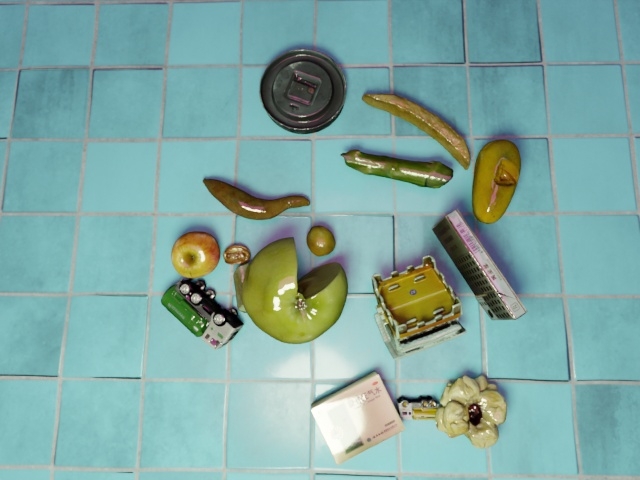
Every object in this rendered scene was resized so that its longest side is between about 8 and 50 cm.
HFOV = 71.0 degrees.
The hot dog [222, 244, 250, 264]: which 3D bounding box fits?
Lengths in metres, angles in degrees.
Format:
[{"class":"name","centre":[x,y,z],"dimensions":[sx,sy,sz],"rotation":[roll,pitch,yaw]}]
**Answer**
[{"class":"hot dog","centre":[-0.256,0.044,1.366],"dimensions":[0.083,0.035,0.058],"rotation":[-6,84,1]}]

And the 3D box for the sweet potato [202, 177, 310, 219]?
[{"class":"sweet potato","centre":[-0.207,-0.119,1.373],"dimensions":[0.345,0.079,0.109],"rotation":[11,68,0]}]

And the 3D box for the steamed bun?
[{"class":"steamed bun","centre":[0.423,0.459,1.222],"dimensions":[0.177,0.106,0.193],"rotation":[27,73,-11]}]

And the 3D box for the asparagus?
[{"class":"asparagus","centre":[0.229,-0.220,1.376],"dimensions":[0.342,0.085,0.082],"rotation":[11,92,9]}]

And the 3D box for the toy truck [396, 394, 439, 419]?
[{"class":"toy truck","centre":[0.278,0.476,1.269],"dimensions":[0.123,0.052,0.063],"rotation":[-1,86,0]}]

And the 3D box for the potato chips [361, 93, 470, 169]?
[{"class":"potato chips","centre":[0.315,-0.370,1.410],"dimensions":[0.406,0.057,0.080],"rotation":[35,80,7]}]

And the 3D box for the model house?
[{"class":"model house","centre":[0.268,0.191,1.237],"dimensions":[0.224,0.215,0.199],"rotation":[-21,49,-3]}]

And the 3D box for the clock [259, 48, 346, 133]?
[{"class":"clock","centre":[-0.054,-0.474,1.440],"dimensions":[0.280,0.055,0.281],"rotation":[0,81,1]}]

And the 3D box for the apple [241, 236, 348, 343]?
[{"class":"apple","centre":[-0.069,0.137,1.223],"dimensions":[0.291,0.254,0.292],"rotation":[-1,101,-8]}]

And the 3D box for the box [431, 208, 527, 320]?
[{"class":"box","centre":[0.438,0.075,1.268],"dimensions":[0.047,0.180,0.325],"rotation":[-30,80,-4]}]

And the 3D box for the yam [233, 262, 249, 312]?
[{"class":"yam","centre":[-0.221,0.143,1.334],"dimensions":[0.069,0.070,0.147],"rotation":[-10,81,0]}]

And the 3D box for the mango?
[{"class":"mango","centre":[0.514,-0.172,1.326],"dimensions":[0.129,0.167,0.262],"rotation":[11,84,18]}]

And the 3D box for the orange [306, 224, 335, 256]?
[{"class":"orange","centre":[0.000,0.000,1.344],"dimensions":[0.085,0.085,0.095],"rotation":[-22,82,-2]}]

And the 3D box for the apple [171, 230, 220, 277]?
[{"class":"apple","centre":[-0.366,0.039,1.331],"dimensions":[0.146,0.146,0.147],"rotation":[0,80,2]}]

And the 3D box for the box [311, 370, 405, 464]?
[{"class":"box","centre":[0.102,0.488,1.252],"dimensions":[0.211,0.095,0.168],"rotation":[-27,78,-3]}]

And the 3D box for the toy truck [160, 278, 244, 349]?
[{"class":"toy truck","centre":[-0.348,0.210,1.308],"dimensions":[0.242,0.101,0.125],"rotation":[38,96,10]}]
